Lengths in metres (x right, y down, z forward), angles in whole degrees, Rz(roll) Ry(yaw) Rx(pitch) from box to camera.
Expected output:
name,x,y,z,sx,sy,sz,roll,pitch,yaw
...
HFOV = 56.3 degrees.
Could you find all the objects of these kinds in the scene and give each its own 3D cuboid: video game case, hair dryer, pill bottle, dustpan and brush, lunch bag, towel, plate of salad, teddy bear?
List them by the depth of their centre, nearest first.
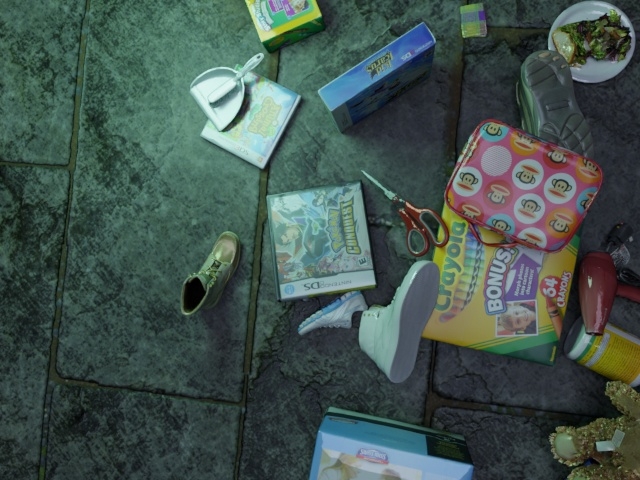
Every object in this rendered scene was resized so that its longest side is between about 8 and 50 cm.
name,x,y,z,sx,sy,sz,roll,pitch,yaw
teddy bear,0.662,0.430,1.260,0.338,0.113,0.245,-44,54,10
lunch bag,0.425,-0.100,1.300,0.293,0.120,0.258,27,104,9
hair dryer,0.682,0.107,1.343,0.293,0.080,0.224,-36,82,-20
pill bottle,0.681,0.262,1.370,0.208,0.117,0.118,26,92,7
video game case,0.135,-0.366,1.393,0.269,0.244,0.061,-32,86,6
plate of salad,0.649,-0.478,1.428,0.199,0.048,0.200,0,88,8
video game case,0.000,0.000,1.478,0.248,0.035,0.275,-9,75,7
towel,0.378,-0.543,1.484,0.060,0.009,0.083,-6,87,8
dustpan and brush,-0.222,-0.395,1.507,0.211,0.060,0.147,-37,85,6
video game case,-0.180,-0.319,1.543,0.193,0.023,0.212,28,92,7

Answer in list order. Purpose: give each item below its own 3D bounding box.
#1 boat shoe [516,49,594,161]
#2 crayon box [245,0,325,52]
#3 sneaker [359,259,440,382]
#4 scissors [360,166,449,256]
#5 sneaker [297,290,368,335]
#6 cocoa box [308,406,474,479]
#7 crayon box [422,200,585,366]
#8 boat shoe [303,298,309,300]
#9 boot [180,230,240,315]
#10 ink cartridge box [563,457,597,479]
name,x,y,z,sx,sy,sz,roll,pitch,yaw
boat shoe,0.541,-0.258,1.397,0.132,0.130,0.356,-8,90,2
crayon box,-0.115,-0.642,1.514,0.165,0.081,0.279,-21,86,7
sneaker,0.169,0.162,1.402,0.108,0.169,0.293,8,105,-33
scissors,0.202,-0.093,1.439,0.109,0.021,0.297,-41,63,25
sneaker,0.033,0.193,1.482,0.190,0.071,0.083,-33,90,6
cocoa box,0.152,0.550,1.375,0.347,0.228,0.232,10,90,7
crayon box,0.418,0.080,1.413,0.313,0.106,0.363,11,90,8
boat shoe,-0.042,0.103,1.513,0.035,0.035,0.100,3,93,35
boot,-0.270,0.079,1.472,0.077,0.165,0.213,23,93,7
ink cartridge box,0.745,0.601,1.340,0.270,0.151,0.395,-38,83,5
